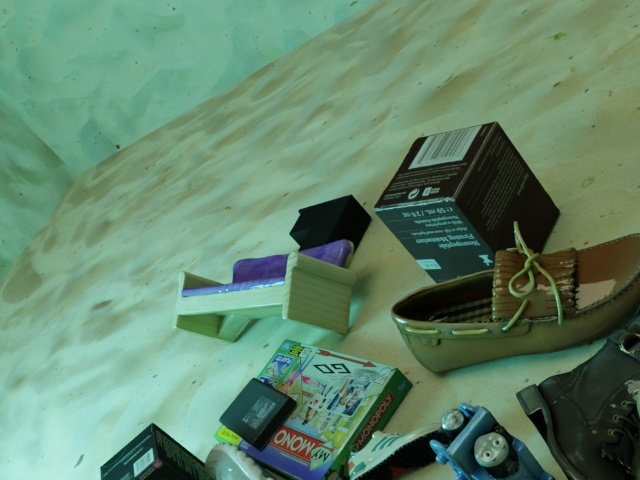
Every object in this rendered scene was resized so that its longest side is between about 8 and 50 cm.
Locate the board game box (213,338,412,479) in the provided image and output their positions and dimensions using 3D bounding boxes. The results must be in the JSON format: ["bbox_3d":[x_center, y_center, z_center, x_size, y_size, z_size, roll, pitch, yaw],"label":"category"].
[{"bbox_3d":[-0.022,0.273,1.351,0.213,0.046,0.317,-52,28,-21],"label":"board game box"}]

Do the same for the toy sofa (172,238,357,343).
[{"bbox_3d":[-0.110,0.085,1.572,0.362,0.150,0.177,-10,67,47],"label":"toy sofa"}]

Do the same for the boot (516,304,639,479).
[{"bbox_3d":[0.355,0.178,0.936,0.229,0.091,0.263,-34,30,6],"label":"boot"}]

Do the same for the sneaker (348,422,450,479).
[{"bbox_3d":[0.101,0.279,1.158,0.161,0.057,0.075,-37,32,17],"label":"sneaker"}]

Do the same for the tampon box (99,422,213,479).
[{"bbox_3d":[-0.249,0.395,1.342,0.120,0.161,0.101,-41,26,4],"label":"tampon box"}]

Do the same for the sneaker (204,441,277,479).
[{"bbox_3d":[-0.111,0.384,1.234,0.115,0.105,0.281,-49,27,-15],"label":"sneaker"}]

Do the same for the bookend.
[{"bbox_3d":[0.000,0.000,1.703,0.156,0.072,0.157,-14,38,44],"label":"bookend"}]

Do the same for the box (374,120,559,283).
[{"bbox_3d":[0.228,-0.047,1.314,0.168,0.203,0.167,-7,43,50],"label":"box"}]

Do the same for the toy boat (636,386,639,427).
[{"bbox_3d":[0.424,0.171,0.804,0.231,0.151,0.151,-12,-11,2],"label":"toy boat"}]

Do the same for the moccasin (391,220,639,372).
[{"bbox_3d":[0.267,0.069,1.149,0.380,0.147,0.139,-18,35,40],"label":"moccasin"}]

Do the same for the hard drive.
[{"bbox_3d":[-0.104,0.278,1.377,0.094,0.022,0.135,-50,27,-16],"label":"hard drive"}]

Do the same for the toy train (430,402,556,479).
[{"bbox_3d":[0.197,0.251,0.937,0.080,0.184,0.105,-48,38,-14],"label":"toy train"}]
